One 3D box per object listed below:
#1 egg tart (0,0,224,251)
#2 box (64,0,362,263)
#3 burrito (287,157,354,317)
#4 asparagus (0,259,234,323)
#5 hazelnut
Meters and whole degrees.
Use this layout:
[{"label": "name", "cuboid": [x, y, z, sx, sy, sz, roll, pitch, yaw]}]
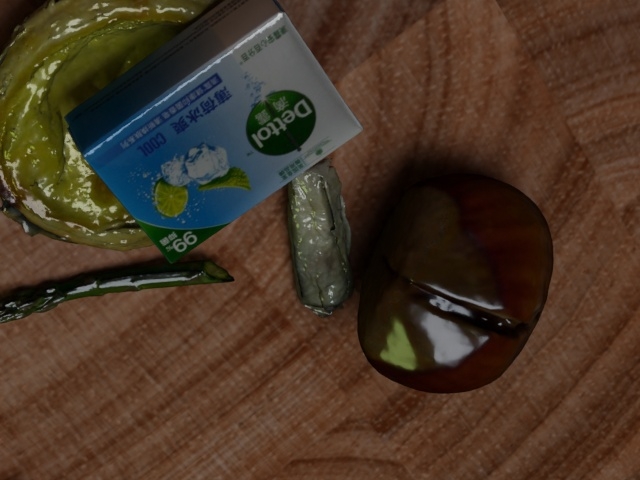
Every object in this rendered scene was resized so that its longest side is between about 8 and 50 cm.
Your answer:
[{"label": "egg tart", "cuboid": [-0.159, -0.112, 1.509, 0.279, 0.095, 0.279, -10, 125, -14]}, {"label": "box", "cuboid": [-0.086, -0.094, 1.446, 0.194, 0.073, 0.139, -36, 128, 1]}, {"label": "burrito", "cuboid": [0.000, -0.001, 1.679, 0.058, 0.045, 0.188, -3, 126, 5]}, {"label": "asparagus", "cuboid": [-0.191, 0.043, 1.619, 0.236, 0.034, 0.027, -10, 140, -18]}, {"label": "hazelnut", "cuboid": [0.135, 0.045, 1.689, 0.181, 0.181, 0.212, 21, 98, -13]}]
